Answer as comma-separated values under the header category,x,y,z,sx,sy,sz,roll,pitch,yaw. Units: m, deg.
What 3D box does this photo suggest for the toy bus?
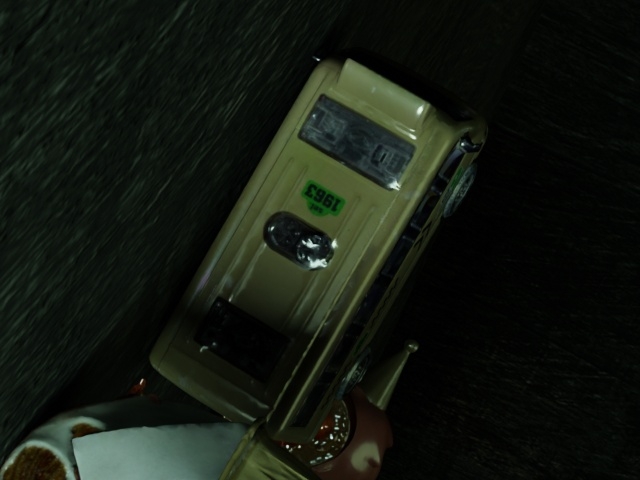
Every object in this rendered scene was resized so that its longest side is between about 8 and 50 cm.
category,x,y,z,sx,sy,sz,roll,pitch,yaw
toy bus,0.000,0.000,1.324,0.289,0.139,0.157,-58,169,2

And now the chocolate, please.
category,x,y,z,sx,sy,sz,roll,pitch,yaw
chocolate,-0.031,0.172,1.787,0.124,0.133,0.127,-62,172,32

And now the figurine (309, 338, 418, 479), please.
category,x,y,z,sx,sy,sz,roll,pitch,yaw
figurine,-0.022,0.264,2.170,0.207,0.166,0.387,24,103,-47

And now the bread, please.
category,x,y,z,sx,sy,sz,roll,pitch,yaw
bread,-0.098,0.194,1.046,0.224,0.212,0.142,-59,168,-50
